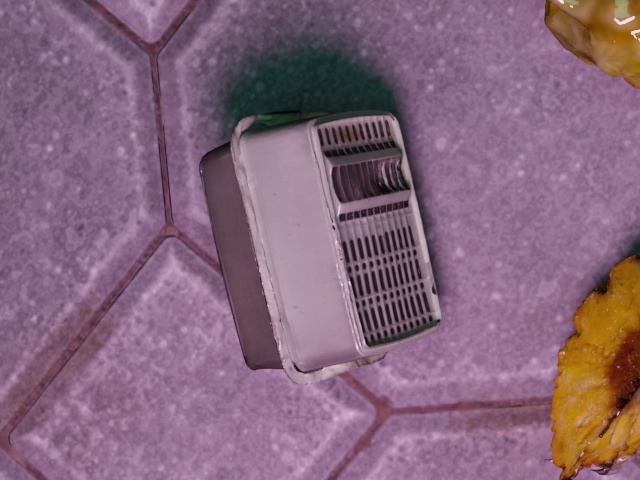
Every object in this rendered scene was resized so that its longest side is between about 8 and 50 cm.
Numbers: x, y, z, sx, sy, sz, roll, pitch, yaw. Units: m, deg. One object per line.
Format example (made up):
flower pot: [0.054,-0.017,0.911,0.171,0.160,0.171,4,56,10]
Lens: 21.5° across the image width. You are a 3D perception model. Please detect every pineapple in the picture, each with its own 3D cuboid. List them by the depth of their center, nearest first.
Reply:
pineapple: [0.367,0.102,1.795,0.158,0.161,0.334,16,113,-30]

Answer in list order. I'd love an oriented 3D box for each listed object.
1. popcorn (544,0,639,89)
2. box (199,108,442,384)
popcorn: [0.352,-0.293,1.711,0.335,0.274,0.279,-8,123,35]
box: [0.000,0.000,1.807,0.166,0.220,0.291,-13,89,33]
